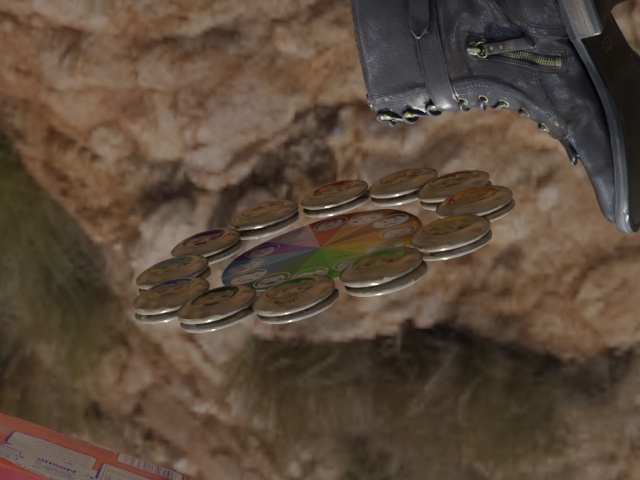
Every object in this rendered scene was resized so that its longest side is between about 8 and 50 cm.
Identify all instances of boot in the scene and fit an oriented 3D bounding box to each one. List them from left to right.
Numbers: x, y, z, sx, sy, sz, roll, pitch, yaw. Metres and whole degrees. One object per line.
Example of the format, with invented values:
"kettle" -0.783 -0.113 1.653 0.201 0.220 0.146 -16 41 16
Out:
"boot" 0.143 -0.122 1.160 0.229 0.091 0.262 -7 106 35

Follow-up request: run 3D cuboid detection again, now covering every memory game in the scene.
"memory game" 0.000 0.000 0.677 0.186 0.186 0.012 -11 107 19

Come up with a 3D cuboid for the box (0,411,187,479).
"box" -0.241 0.171 0.853 0.300 0.142 0.154 19 180 -5
